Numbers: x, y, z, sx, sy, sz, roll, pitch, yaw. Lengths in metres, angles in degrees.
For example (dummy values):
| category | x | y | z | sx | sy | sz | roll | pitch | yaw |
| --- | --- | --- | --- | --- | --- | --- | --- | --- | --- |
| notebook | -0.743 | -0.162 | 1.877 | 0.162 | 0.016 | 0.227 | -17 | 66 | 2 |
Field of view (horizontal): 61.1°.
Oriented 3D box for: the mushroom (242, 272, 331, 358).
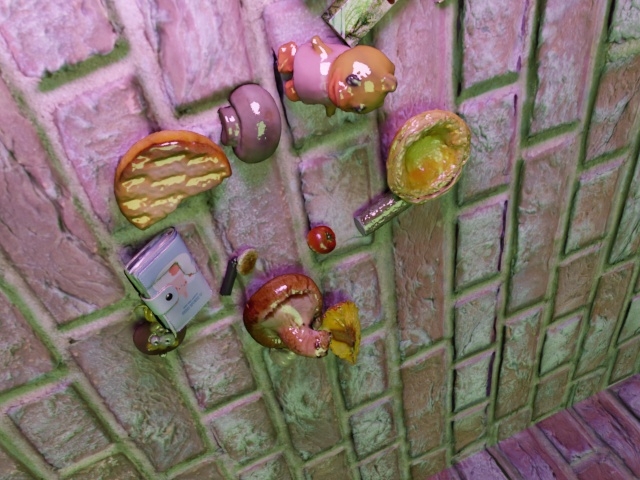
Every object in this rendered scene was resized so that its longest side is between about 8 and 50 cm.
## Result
| category | x | y | z | sx | sy | sz | roll | pitch | yaw |
| --- | --- | --- | --- | --- | --- | --- | --- | --- | --- |
| mushroom | -0.103 | 0.227 | 1.619 | 0.267 | 0.254 | 0.267 | -2 | 102 | -11 |

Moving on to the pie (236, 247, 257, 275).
| category | x | y | z | sx | sy | sz | roll | pitch | yaw |
| --- | --- | --- | --- | --- | --- | --- | --- | --- | --- |
| pie | -0.206 | 0.060 | 1.528 | 0.084 | 0.020 | 0.084 | -37 | 140 | -40 |

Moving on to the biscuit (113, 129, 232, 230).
| category | x | y | z | sx | sy | sz | roll | pitch | yaw |
| --- | --- | --- | --- | --- | --- | --- | --- | --- | --- |
| biscuit | -0.352 | -0.156 | 1.262 | 0.274 | 0.091 | 0.213 | -26 | 135 | -5 |

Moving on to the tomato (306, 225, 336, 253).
| category | x | y | z | sx | sy | sz | roll | pitch | yaw |
| --- | --- | --- | --- | --- | --- | --- | --- | --- | --- |
| tomato | 0.000 | 0.000 | 1.567 | 0.075 | 0.087 | 0.087 | -18 | 147 | 42 |

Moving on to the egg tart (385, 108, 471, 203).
| category | x | y | z | sx | sy | sz | roll | pitch | yaw |
| --- | --- | --- | --- | --- | --- | --- | --- | --- | --- |
| egg tart | 0.289 | -0.235 | 1.507 | 0.288 | 0.118 | 0.288 | -14 | 126 | -19 |

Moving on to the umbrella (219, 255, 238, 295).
| category | x | y | z | sx | sy | sz | roll | pitch | yaw |
| --- | --- | --- | --- | --- | --- | --- | --- | --- | --- |
| umbrella | -0.256 | 0.103 | 1.548 | 0.036 | 0.031 | 0.133 | -16 | 135 | -50 |

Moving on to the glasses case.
| category | x | y | z | sx | sy | sz | roll | pitch | yaw |
| --- | --- | --- | --- | --- | --- | --- | --- | --- | --- |
| glasses case | 0.133 | -0.566 | 1.215 | 0.272 | 0.062 | 0.095 | -46 | 131 | 10 |

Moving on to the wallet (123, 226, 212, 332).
| category | x | y | z | sx | sy | sz | roll | pitch | yaw |
| --- | --- | --- | --- | --- | --- | --- | --- | --- | --- |
| wallet | -0.392 | 0.111 | 1.425 | 0.176 | 0.075 | 0.250 | -51 | 141 | -31 |

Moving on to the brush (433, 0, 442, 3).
| category | x | y | z | sx | sy | sz | roll | pitch | yaw |
| --- | --- | --- | --- | --- | --- | --- | --- | --- | --- |
| brush | 0.349 | -0.624 | 1.300 | 0.178 | 0.033 | 0.030 | -32 | 126 | -2 |

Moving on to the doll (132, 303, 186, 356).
| category | x | y | z | sx | sy | sz | roll | pitch | yaw |
| --- | --- | --- | --- | --- | --- | --- | --- | --- | --- |
| doll | -0.461 | 0.245 | 1.514 | 0.145 | 0.096 | 0.188 | -34 | 123 | -10 |

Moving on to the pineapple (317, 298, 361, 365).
| category | x | y | z | sx | sy | sz | roll | pitch | yaw |
| --- | --- | --- | --- | --- | --- | --- | --- | --- | --- |
| pineapple | 0.051 | 0.280 | 1.808 | 0.164 | 0.140 | 0.250 | -5 | 121 | 30 |

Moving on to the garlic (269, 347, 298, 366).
| category | x | y | z | sx | sy | sz | roll | pitch | yaw |
| --- | --- | --- | --- | --- | --- | --- | --- | --- | --- |
| garlic | -0.116 | 0.379 | 1.800 | 0.094 | 0.074 | 0.113 | 16 | 132 | -45 |

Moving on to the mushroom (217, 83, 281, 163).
| category | x | y | z | sx | sy | sz | roll | pitch | yaw |
| --- | --- | --- | --- | --- | --- | --- | --- | --- | --- |
| mushroom | -0.154 | -0.265 | 1.276 | 0.141 | 0.117 | 0.188 | -19 | 127 | -28 |

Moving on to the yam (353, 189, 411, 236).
| category | x | y | z | sx | sy | sz | roll | pitch | yaw |
| --- | --- | --- | --- | --- | --- | --- | --- | --- | --- |
| yam | 0.180 | -0.086 | 1.596 | 0.179 | 0.078 | 0.078 | -34 | 132 | 5 |

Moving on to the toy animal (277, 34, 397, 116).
| category | x | y | z | sx | sy | sz | roll | pitch | yaw |
| --- | --- | --- | --- | --- | --- | --- | --- | --- | --- |
| toy animal | 0.049 | -0.359 | 1.202 | 0.169 | 0.281 | 0.195 | -39 | 135 | -23 |
